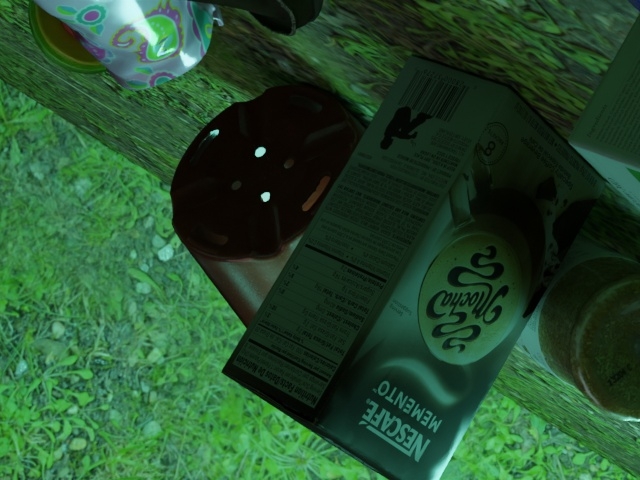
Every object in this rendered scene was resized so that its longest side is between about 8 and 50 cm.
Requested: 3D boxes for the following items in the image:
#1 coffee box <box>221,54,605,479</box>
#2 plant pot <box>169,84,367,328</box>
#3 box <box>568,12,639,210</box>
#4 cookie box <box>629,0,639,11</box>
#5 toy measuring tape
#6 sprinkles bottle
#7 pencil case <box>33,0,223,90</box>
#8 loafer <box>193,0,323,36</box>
[{"bbox_3d":[0.078,0.030,1.537,0.119,0.297,0.168,24,171,44],"label":"coffee box"},{"bbox_3d":[0.000,0.000,1.923,0.272,0.272,0.265,24,162,41],"label":"plant pot"},{"bbox_3d":[0.216,-0.065,1.098,0.087,0.102,0.101,26,173,44],"label":"box"},{"bbox_3d":[0.184,-0.140,0.954,0.092,0.040,0.107,36,172,-36],"label":"cookie box"},{"bbox_3d":[-0.267,-0.244,1.797,0.330,0.121,0.121,32,173,-9],"label":"toy measuring tape"},{"bbox_3d":[0.211,0.052,1.667,0.121,0.121,0.355,32,-178,-17],"label":"sprinkles bottle"},{"bbox_3d":[-0.189,-0.228,1.599,0.124,0.124,0.284,26,173,31],"label":"pencil case"},{"bbox_3d":[-0.088,-0.210,1.392,0.094,0.087,0.251,25,171,40],"label":"loafer"}]
